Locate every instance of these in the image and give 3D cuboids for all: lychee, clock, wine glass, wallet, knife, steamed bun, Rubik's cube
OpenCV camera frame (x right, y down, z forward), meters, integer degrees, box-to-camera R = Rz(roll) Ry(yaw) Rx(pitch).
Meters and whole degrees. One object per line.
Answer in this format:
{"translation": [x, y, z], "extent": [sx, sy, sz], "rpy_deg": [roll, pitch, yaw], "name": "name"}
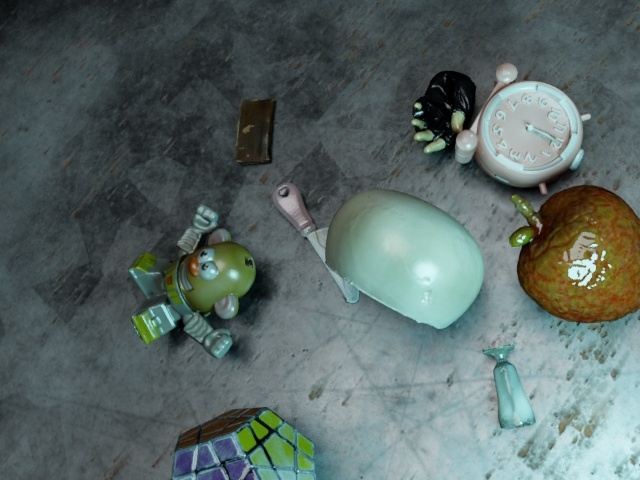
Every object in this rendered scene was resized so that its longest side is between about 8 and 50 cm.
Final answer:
{"translation": [0.478, 0.018, 1.278], "extent": [0.300, 0.255, 0.255], "rpy_deg": [35, 82, -14], "name": "lychee"}
{"translation": [0.436, -0.218, 1.450], "extent": [0.241, 0.142, 0.227], "rpy_deg": [29, 84, 15], "name": "clock"}
{"translation": [0.362, 0.279, 1.319], "extent": [0.072, 0.072, 0.156], "rpy_deg": [-14, 67, 12], "name": "wine glass"}
{"translation": [-0.162, -0.273, 1.713], "extent": [0.095, 0.026, 0.176], "rpy_deg": [-3, 71, 11], "name": "wallet"}
{"translation": [0.002, -0.002, 1.564], "extent": [0.081, 0.043, 0.336], "rpy_deg": [-35, 70, -4], "name": "knife"}
{"translation": [0.168, 0.021, 1.333], "extent": [0.324, 0.324, 0.206], "rpy_deg": [31, 93, 25], "name": "steamed bun"}
{"translation": [-0.150, 0.473, 1.302], "extent": [0.263, 0.319, 0.319], "rpy_deg": [6, 70, -8], "name": "Rubik's cube"}

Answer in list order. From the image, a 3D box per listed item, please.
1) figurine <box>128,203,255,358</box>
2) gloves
{"translation": [-0.274, 0.092, 1.531], "extent": [0.284, 0.167, 0.343], "rpy_deg": [-16, 88, 19], "name": "figurine"}
{"translation": [0.267, -0.277, 1.523], "extent": [0.164, 0.124, 0.204], "rpy_deg": [12, 76, 53], "name": "gloves"}
